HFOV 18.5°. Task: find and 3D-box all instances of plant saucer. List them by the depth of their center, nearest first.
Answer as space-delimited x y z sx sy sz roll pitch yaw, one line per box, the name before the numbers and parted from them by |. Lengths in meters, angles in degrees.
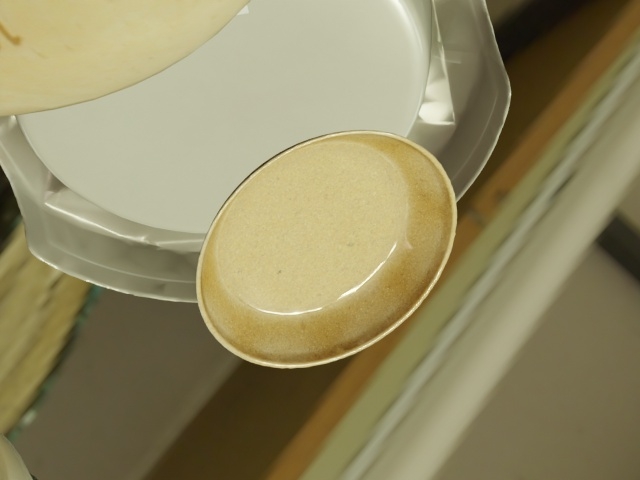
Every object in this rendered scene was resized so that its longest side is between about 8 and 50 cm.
plant saucer | 0.000 0.000 0.581 0.083 0.083 0.015 -47 -139 10

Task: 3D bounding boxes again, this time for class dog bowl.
dog bowl | -0.062 -0.117 1.192 0.349 0.349 0.102 -43 -146 30

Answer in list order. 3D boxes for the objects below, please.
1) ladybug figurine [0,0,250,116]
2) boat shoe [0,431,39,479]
ladybug figurine | -0.147 -0.210 0.390 0.305 0.449 0.162 -6 -129 20
boat shoe | -0.105 0.117 0.426 0.116 0.099 0.319 -55 -166 -31
